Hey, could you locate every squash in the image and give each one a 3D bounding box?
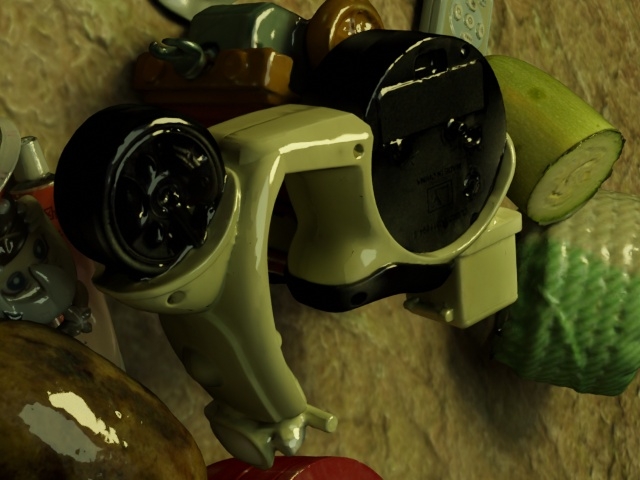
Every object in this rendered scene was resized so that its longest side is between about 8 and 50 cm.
[{"bbox_3d":[0.190,-0.111,1.197,0.123,0.123,0.186,10,32,-47],"label":"squash"}]

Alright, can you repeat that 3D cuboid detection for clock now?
[{"bbox_3d":[0.000,0.000,0.889,0.379,0.120,0.276,-25,117,-36],"label":"clock"}]

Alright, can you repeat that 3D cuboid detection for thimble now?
[{"bbox_3d":[0.261,0.043,1.285,0.219,0.150,0.219,12,90,-85],"label":"thimble"}]

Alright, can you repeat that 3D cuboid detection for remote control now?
[{"bbox_3d":[0.132,-0.188,1.296,0.087,0.047,0.244,33,60,-44],"label":"remote control"}]

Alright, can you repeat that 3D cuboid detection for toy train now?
[{"bbox_3d":[-0.004,-0.073,1.045,0.369,0.163,0.231,16,84,-46],"label":"toy train"}]

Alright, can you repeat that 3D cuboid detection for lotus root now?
[{"bbox_3d":[-0.184,0.143,0.796,0.314,0.169,0.141,44,21,-29],"label":"lotus root"}]

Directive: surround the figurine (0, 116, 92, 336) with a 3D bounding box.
[{"bbox_3d":[-0.216,0.009,0.828,0.153,0.132,0.132,57,46,-39],"label":"figurine"}]

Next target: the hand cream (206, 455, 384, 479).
[{"bbox_3d":[-0.029,0.262,0.981,0.193,0.125,0.193,9,78,-48],"label":"hand cream"}]

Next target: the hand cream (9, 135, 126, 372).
[{"bbox_3d":[-0.187,0.030,0.916,0.052,0.038,0.216,-21,104,-20],"label":"hand cream"}]

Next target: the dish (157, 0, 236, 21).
[{"bbox_3d":[-0.079,-0.296,1.054,0.246,0.078,0.224,1,82,-48],"label":"dish"}]
